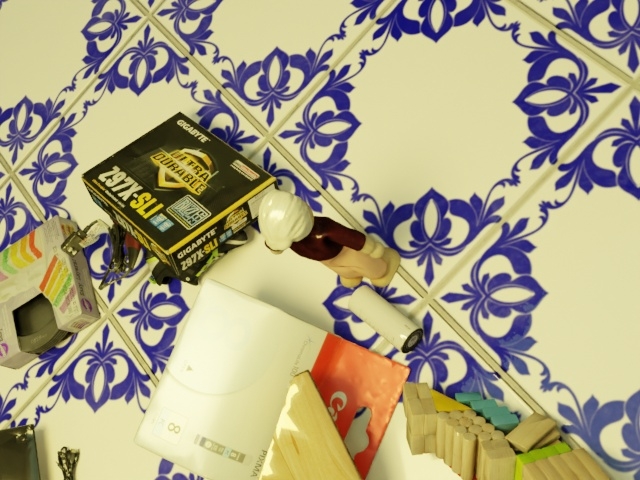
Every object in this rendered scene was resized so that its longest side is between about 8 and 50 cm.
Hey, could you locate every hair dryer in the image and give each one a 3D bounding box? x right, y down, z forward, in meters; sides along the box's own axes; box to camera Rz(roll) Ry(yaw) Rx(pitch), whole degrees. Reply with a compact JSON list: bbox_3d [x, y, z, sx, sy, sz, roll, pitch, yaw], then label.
[{"bbox_3d":[-0.369,-0.024,1.795,0.293,0.080,0.223,-46,49,-15],"label":"hair dryer"}]

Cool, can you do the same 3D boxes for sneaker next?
[{"bbox_3d":[-0.241,0.039,1.749,0.235,0.084,0.097,-13,92,24],"label":"sneaker"}]

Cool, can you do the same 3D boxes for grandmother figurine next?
[{"bbox_3d":[0.000,0.000,1.465,0.208,0.342,0.104,-11,69,24],"label":"grandmother figurine"}]

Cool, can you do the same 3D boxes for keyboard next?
[{"bbox_3d":[-0.563,0.514,1.720,0.201,0.033,0.317,-9,66,-14],"label":"keyboard"}]

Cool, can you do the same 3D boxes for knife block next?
[{"bbox_3d":[0.027,0.373,1.426,0.242,0.088,0.275,19,85,1],"label":"knife block"}]

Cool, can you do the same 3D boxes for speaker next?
[{"bbox_3d":[0.111,0.136,1.530,0.136,0.055,0.055,38,92,32],"label":"speaker"}]

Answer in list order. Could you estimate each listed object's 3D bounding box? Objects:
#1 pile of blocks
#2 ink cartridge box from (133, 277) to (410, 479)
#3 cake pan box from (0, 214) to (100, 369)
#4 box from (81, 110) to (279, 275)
[{"bbox_3d":[0.276,0.335,1.365,0.362,0.149,0.112,27,130,41],"label":"pile of blocks"},{"bbox_3d":[-0.083,0.278,1.499,0.385,0.091,0.308,22,84,13],"label":"ink cartridge box"},{"bbox_3d":[-0.612,0.117,1.908,0.246,0.070,0.267,-30,62,18],"label":"cake pan box"},{"bbox_3d":[-0.276,-0.101,1.726,0.257,0.079,0.322,-38,52,-20],"label":"box"}]
